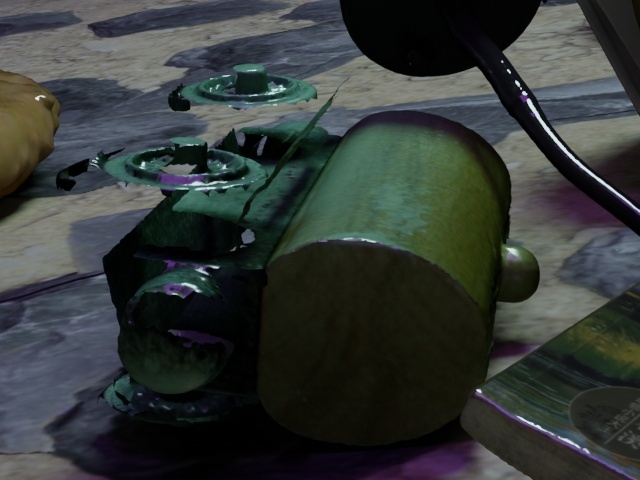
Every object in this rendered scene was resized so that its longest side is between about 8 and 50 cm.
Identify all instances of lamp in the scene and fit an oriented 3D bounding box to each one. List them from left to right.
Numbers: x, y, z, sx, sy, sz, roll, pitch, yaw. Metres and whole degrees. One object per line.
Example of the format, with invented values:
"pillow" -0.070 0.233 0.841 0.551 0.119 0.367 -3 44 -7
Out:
"lamp" 0.122 -0.065 0.788 0.130 0.109 0.371 7 22 -23

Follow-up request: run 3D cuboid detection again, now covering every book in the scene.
"book" 0.171 0.051 0.575 0.160 0.024 0.228 28 33 29

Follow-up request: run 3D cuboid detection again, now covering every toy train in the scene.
"toy train" 0.002 -0.008 0.795 0.189 0.126 0.307 -5 14 10

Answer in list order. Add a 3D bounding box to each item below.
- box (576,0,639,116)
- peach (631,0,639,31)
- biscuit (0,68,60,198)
"box" 0.298 -0.214 1.028 0.332 0.173 0.145 -29 36 17
"peach" 0.285 -0.121 0.827 0.292 0.247 0.292 29 12 -7
"biscuit" -0.408 -0.058 1.232 0.446 0.104 0.429 -8 14 1
